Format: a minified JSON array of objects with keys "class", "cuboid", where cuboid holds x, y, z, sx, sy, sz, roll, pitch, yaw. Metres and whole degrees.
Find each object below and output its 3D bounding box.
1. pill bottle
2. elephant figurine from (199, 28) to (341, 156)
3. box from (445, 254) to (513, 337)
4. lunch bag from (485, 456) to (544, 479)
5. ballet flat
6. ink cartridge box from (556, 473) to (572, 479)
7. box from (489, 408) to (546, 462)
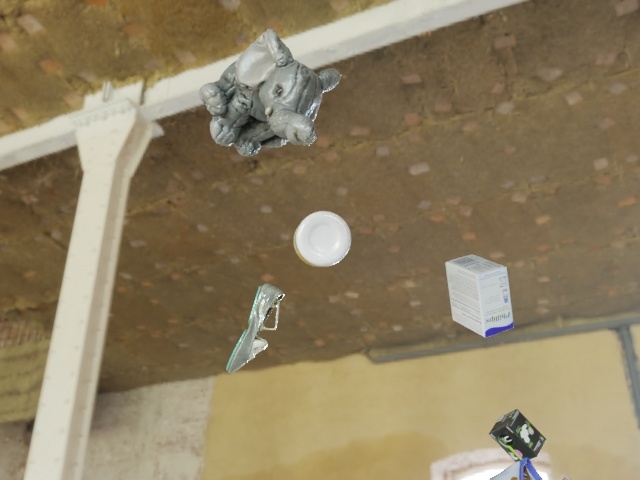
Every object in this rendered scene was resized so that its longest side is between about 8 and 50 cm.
[{"class":"pill bottle","cuboid":[0.000,0.000,1.405,0.103,0.103,0.184,2,-2,-4]},{"class":"elephant figurine","cuboid":[-0.052,-0.216,1.052,0.169,0.186,0.239,-19,4,-37]},{"class":"box","cuboid":[0.328,0.112,1.494,0.072,0.137,0.126,-14,16,-18]},{"class":"lunch bag","cuboid":[0.287,0.623,1.241,0.328,0.385,0.239,-42,-89,22]},{"class":"ballet flat","cuboid":[-0.136,0.199,1.574,0.068,0.213,0.072,21,-14,3]},{"class":"ink cartridge box","cuboid":[0.584,0.618,1.628,0.092,0.158,0.218,-48,-22,0]},{"class":"box","cuboid":[0.387,0.386,1.419,0.083,0.052,0.062,46,-40,4]}]
